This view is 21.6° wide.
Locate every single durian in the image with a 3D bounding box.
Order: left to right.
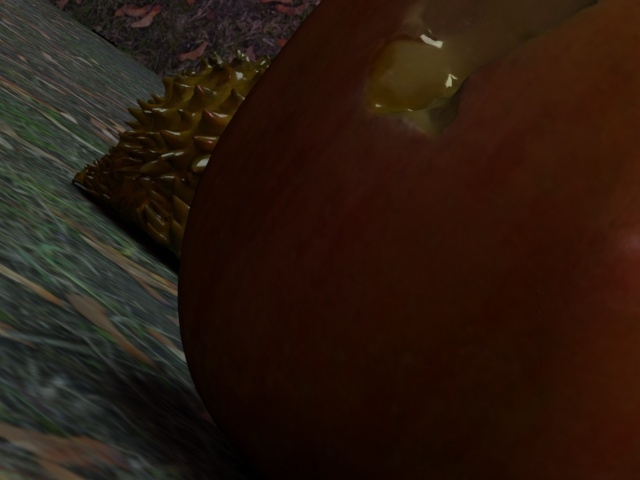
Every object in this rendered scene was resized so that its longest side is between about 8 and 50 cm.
[{"bbox_3d":[0.006,-0.009,0.926,0.250,0.138,0.183,38,-6,-12],"label":"durian"}]

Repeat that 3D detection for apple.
[{"bbox_3d":[0.089,-0.004,0.547,0.242,0.241,0.242,33,16,-11],"label":"apple"}]
